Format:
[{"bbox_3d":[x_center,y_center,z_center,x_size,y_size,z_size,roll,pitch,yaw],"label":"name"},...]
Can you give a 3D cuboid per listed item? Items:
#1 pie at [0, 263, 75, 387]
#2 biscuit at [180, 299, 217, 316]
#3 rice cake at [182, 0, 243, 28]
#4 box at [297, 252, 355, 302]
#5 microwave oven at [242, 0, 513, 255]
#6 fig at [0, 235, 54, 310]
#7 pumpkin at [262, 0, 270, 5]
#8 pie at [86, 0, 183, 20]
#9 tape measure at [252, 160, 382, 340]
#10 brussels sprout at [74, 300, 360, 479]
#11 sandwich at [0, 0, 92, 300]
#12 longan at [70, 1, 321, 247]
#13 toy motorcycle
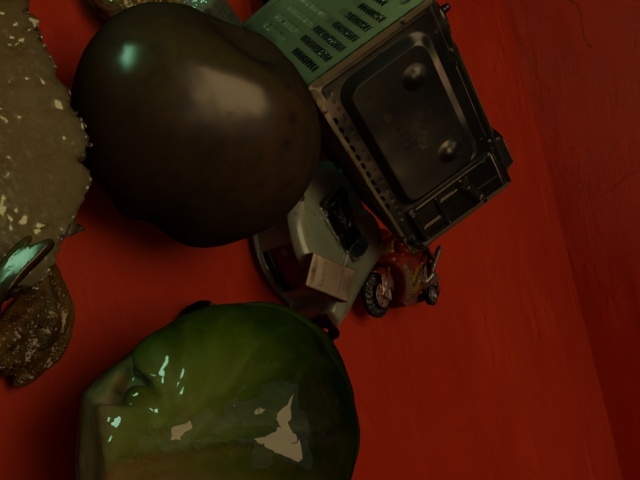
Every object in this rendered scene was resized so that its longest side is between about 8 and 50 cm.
[{"bbox_3d":[-0.317,0.097,0.817,0.092,0.034,0.170,54,32,-23],"label":"pie"},{"bbox_3d":[-0.116,0.168,1.053,0.219,0.055,0.061,55,27,-25],"label":"biscuit"},{"bbox_3d":[-0.155,-0.310,1.093,0.051,0.081,0.290,38,3,3],"label":"rice cake"},{"bbox_3d":[0.010,0.057,1.121,0.083,0.024,0.053,25,70,-29],"label":"box"},{"bbox_3d":[0.104,-0.237,1.226,0.394,0.247,0.333,53,-2,-43],"label":"microwave oven"},{"bbox_3d":[-0.319,0.116,0.544,0.368,0.286,0.286,-49,118,-34],"label":"fig"},{"bbox_3d":[-0.007,-0.451,1.370,0.233,0.163,0.233,39,40,-43],"label":"pumpkin"},{"bbox_3d":[-0.252,-0.374,1.055,0.179,0.084,0.205,51,43,-9],"label":"pie"},{"bbox_3d":[0.000,0.001,1.226,0.246,0.125,0.243,60,36,-21],"label":"tape measure"},{"bbox_3d":[-0.113,0.216,0.845,0.355,0.281,0.289,0,76,-45],"label":"brussels sprout"},{"bbox_3d":[-0.369,-0.088,0.734,0.262,0.131,0.325,-29,98,-56],"label":"sandwich"},{"bbox_3d":[-0.153,-0.143,0.945,0.350,0.289,0.288,25,56,-47],"label":"longan"},{"bbox_3d":[0.157,0.056,1.458,0.298,0.089,0.171,-9,83,-56],"label":"toy motorcycle"}]
